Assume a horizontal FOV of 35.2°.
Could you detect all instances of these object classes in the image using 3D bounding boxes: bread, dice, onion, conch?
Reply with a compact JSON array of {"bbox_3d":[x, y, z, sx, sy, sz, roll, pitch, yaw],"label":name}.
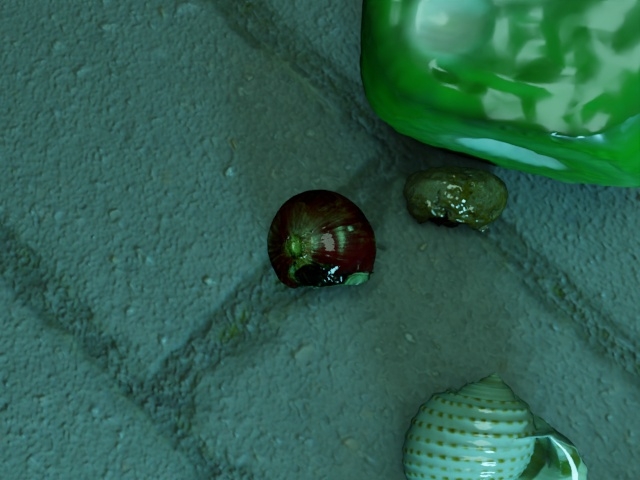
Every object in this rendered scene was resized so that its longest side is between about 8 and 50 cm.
[{"bbox_3d":[0.145,-0.045,1.088,0.113,0.082,0.060,5,80,7],"label":"bread"},{"bbox_3d":[0.226,-0.223,0.990,0.297,0.287,0.299,15,88,20],"label":"dice"},{"bbox_3d":[0.000,0.000,1.070,0.117,0.118,0.118,-11,76,15],"label":"onion"},{"bbox_3d":[0.159,0.224,1.001,0.172,0.131,0.199,8,118,-18],"label":"conch"}]
